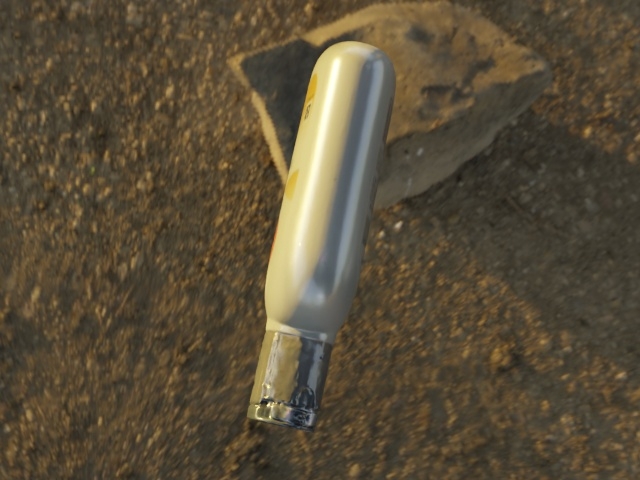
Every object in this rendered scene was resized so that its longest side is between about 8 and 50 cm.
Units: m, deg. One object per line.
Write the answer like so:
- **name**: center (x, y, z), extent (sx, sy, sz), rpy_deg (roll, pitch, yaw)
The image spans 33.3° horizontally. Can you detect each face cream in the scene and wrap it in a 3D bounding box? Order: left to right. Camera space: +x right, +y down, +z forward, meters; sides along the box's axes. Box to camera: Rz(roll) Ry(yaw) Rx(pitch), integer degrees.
- **face cream**: center (0.000, 0.000, 0.829), extent (0.071, 0.144, 0.291), rpy_deg (11, 81, -1)
